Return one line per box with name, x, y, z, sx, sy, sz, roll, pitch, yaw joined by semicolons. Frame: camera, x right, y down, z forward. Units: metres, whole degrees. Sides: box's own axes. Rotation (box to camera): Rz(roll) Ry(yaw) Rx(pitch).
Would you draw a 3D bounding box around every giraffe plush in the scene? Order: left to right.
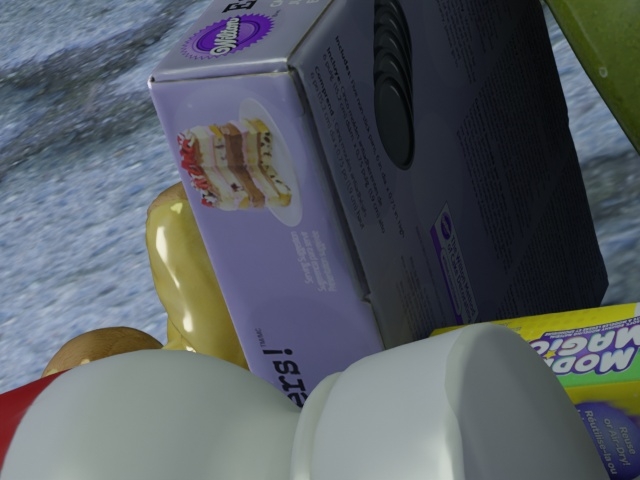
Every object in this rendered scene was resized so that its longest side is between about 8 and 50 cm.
giraffe plush;-0.059;0.085;0.904;0.170;0.181;0.210;-25;54;34

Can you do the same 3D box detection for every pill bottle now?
pill bottle;-0.105;0.169;0.632;0.408;0.229;0.229;-20;23;19

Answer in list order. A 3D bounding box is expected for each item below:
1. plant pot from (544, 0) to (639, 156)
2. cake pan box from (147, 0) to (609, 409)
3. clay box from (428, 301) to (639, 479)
plant pot;0.280;-0.149;0.792;0.353;0.366;0.366;-34;19;18
cake pan box;0.042;-0.013;0.816;0.070;0.266;0.245;-3;33;27
clay box;0.145;0.081;0.669;0.222;0.127;0.053;-10;29;39
